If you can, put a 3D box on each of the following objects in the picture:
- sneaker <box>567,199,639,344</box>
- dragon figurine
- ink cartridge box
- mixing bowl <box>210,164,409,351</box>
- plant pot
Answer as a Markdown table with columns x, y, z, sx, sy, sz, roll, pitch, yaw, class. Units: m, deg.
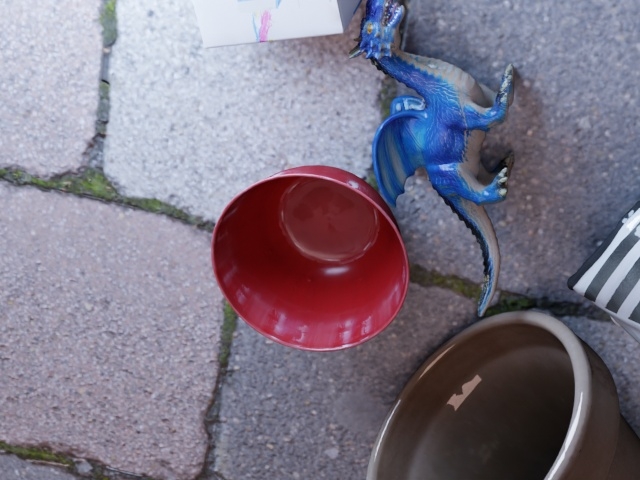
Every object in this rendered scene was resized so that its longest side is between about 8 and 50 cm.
| x | y | z | sx | sy | sz | roll | pitch | yaw | class |
| --- | --- | --- | --- | --- | --- | --- | --- | --- | --- |
| 0.374 | 0.100 | 1.322 | 0.169 | 0.257 | 0.447 | -40 | 137 | -5 | sneaker |
| 0.095 | -0.081 | 1.307 | 0.144 | 0.085 | 0.289 | 2 | 118 | 12 | dragon figurine |
| -0.047 | -0.224 | 1.259 | 0.143 | 0.092 | 0.090 | -4 | 118 | 17 | ink cartridge box |
| 0.000 | 0.000 | 1.366 | 0.181 | 0.098 | 0.181 | 6 | 120 | 11 | mixing bowl |
| 0.210 | 0.229 | 1.381 | 0.229 | 0.263 | 0.263 | 35 | 122 | -29 | plant pot |
